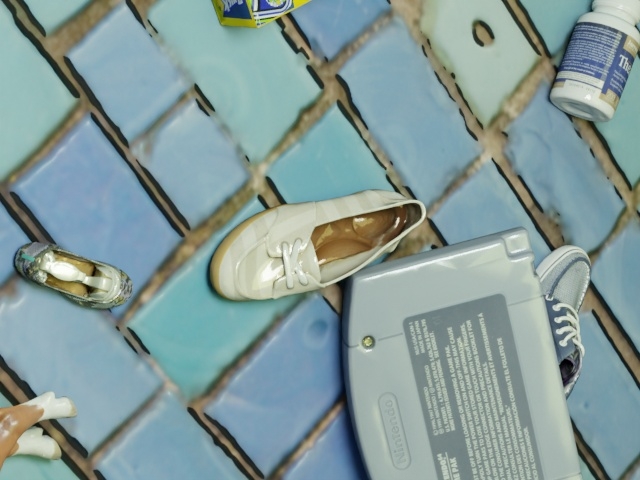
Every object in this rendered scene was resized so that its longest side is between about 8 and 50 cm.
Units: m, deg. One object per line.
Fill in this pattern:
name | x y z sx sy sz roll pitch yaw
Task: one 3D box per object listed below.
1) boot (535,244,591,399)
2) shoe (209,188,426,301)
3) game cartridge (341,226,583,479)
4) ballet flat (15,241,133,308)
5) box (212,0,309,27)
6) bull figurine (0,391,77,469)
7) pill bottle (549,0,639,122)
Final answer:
boot | 0.233 0.093 1.839 0.069 0.086 0.190 38 74 -33
shoe | 0.000 0.000 1.674 0.219 0.058 0.076 -22 108 -33
game cartridge | 0.126 0.152 1.737 0.198 0.062 0.297 -13 102 -1
ballet flat | -0.196 0.032 1.546 0.114 0.041 0.041 21 83 -36
box | -0.015 -0.242 1.634 0.169 0.059 0.054 -32 115 -29
bull figurine | -0.246 0.271 1.503 0.188 0.101 0.310 -33 116 -33
pill bottle | 0.275 -0.182 1.849 0.067 0.067 0.120 27 79 -35
